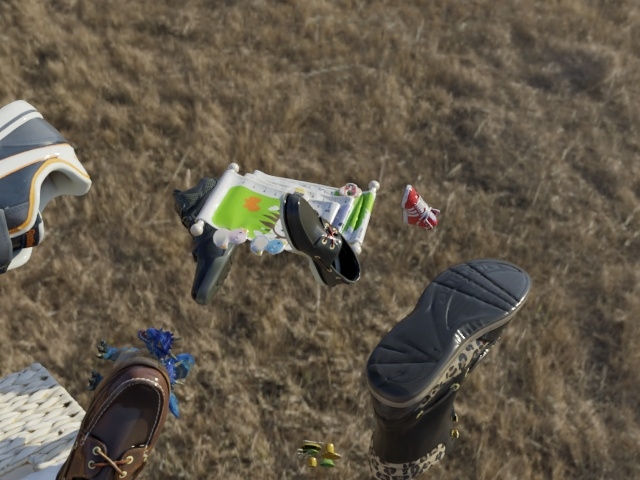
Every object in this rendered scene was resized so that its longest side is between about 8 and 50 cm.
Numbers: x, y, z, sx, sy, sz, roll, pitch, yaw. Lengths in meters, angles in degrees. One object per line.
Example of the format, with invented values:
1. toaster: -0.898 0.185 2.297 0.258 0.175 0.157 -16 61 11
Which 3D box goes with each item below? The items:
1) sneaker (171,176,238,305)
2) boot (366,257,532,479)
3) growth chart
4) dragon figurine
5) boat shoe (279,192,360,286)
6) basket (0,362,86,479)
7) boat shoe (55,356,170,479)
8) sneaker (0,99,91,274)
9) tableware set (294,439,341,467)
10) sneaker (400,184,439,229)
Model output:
1. sneaker: -0.200 -0.007 1.357 0.130 0.087 0.228 15 73 1
2. boot: 0.207 0.218 1.364 0.138 0.284 0.377 28 48 27
3. growth chart: -0.044 -0.039 1.099 0.237 0.021 0.172 9 44 2
4. dragon figurine: -0.231 0.200 1.148 0.144 0.289 0.085 5 63 13
5. boat shoe: 0.000 -0.002 0.749 0.042 0.133 0.049 -3 55 24
6. basket: -0.496 0.429 1.261 0.328 0.331 0.266 -23 41 -34
7. boat shoe: -0.197 0.203 0.755 0.073 0.207 0.073 21 25 -17
8. sneaker: -0.372 -0.011 0.831 0.127 0.126 0.321 42 58 -3
9. tableware set: -0.002 0.480 1.796 0.104 0.154 0.024 9 59 -7
10. sneaker: 0.185 -0.059 1.494 0.067 0.118 0.042 21 69 19
